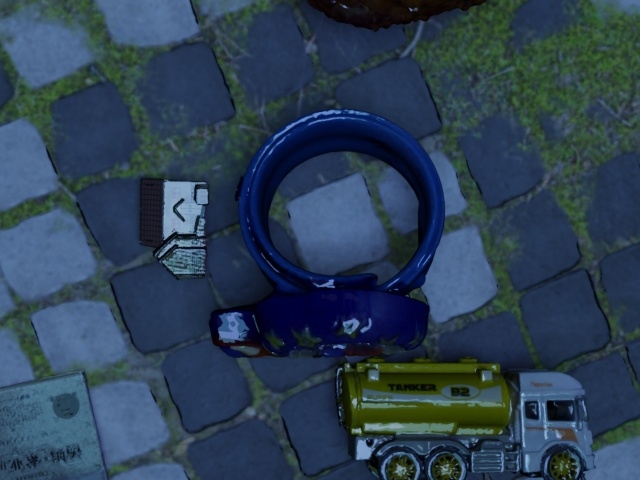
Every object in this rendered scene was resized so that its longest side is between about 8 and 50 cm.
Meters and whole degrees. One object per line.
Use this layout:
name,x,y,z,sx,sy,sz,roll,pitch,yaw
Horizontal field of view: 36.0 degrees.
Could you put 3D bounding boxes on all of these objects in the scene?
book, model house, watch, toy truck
book,-0.255,0.215,0.881,0.127,0.014,0.182,-11,97,-6
model house,-0.128,-0.011,0.852,0.058,0.057,0.083,2,98,-12
watch,0.008,-0.001,0.829,0.196,0.171,0.200,3,81,-6
toy truck,0.126,0.161,0.881,0.226,0.098,0.114,1,84,-6

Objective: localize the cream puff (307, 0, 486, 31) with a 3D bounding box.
cream puff,0.068,-0.286,0.796,0.240,0.164,0.240,0,89,4
